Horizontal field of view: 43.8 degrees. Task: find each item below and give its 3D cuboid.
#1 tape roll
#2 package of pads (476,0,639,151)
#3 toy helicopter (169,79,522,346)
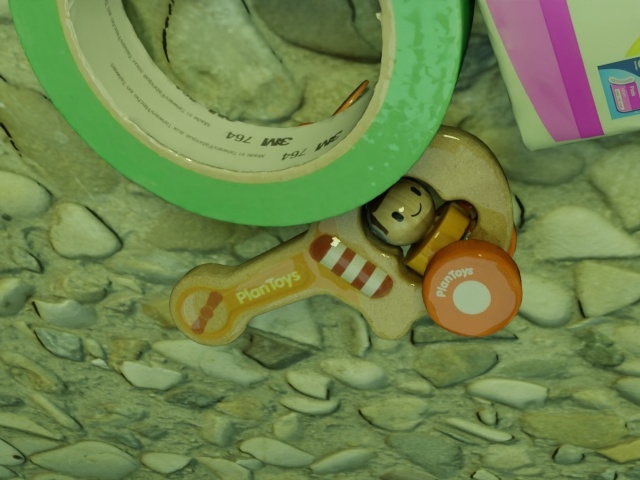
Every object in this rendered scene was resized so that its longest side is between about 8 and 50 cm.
[{"bbox_3d":[-0.058,-0.160,0.556,0.321,0.077,0.321,9,128,12],"label":"tape roll"},{"bbox_3d":[0.194,-0.201,0.443,0.229,0.101,0.296,-8,130,30],"label":"package of pads"},{"bbox_3d":[0.000,0.000,0.742,0.355,0.140,0.235,-23,108,21],"label":"toy helicopter"}]
